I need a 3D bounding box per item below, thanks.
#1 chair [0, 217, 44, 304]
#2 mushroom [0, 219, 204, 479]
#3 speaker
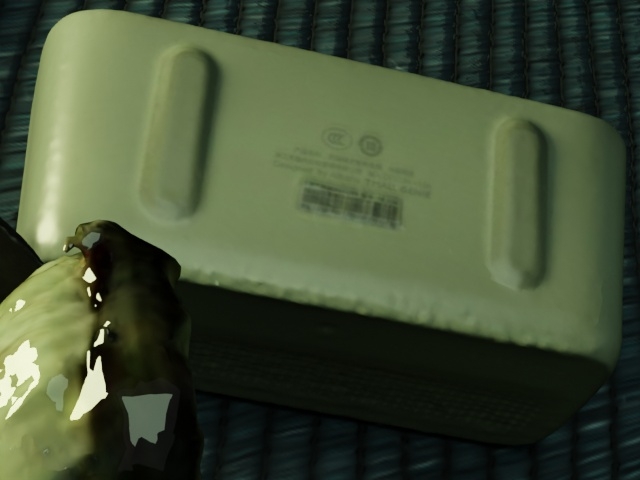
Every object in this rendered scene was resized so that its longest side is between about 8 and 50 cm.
[{"bbox_3d":[-0.305,0.158,0.727,0.226,0.226,0.401,29,50,3],"label":"chair"},{"bbox_3d":[-0.109,0.171,0.735,0.130,0.344,0.247,-10,34,-9],"label":"mushroom"},{"bbox_3d":[0.000,0.000,0.991,0.406,0.183,0.184,11,57,-11],"label":"speaker"}]
